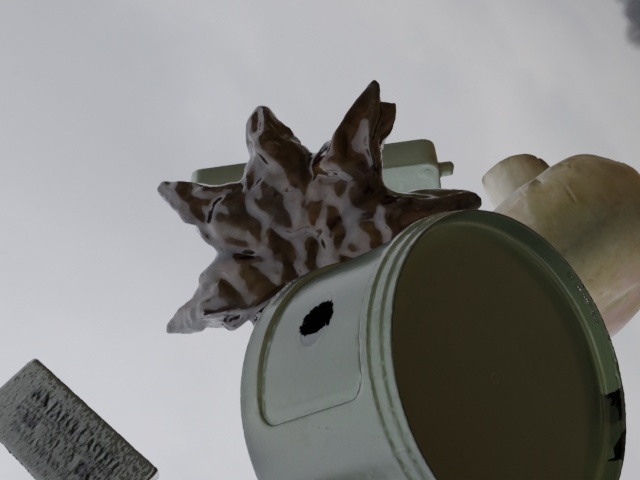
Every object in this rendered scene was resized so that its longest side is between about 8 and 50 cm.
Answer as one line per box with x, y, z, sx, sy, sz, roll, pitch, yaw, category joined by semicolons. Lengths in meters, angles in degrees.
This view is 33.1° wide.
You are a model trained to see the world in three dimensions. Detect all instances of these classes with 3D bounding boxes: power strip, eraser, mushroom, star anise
0.003;-0.082;1.571;0.091;0.385;0.062;76;-172;-49;power strip
-0.327;0.259;1.373;0.352;0.111;0.077;29;158;42;eraser
0.261;-0.002;1.232;0.254;0.260;0.234;-3;-136;-39;mushroom
-0.007;0.018;0.970;0.315;0.315;0.108;55;-172;4;star anise

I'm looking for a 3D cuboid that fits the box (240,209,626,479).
0.079;0.104;0.732;0.226;0.149;0.226;18;-119;-35;box
